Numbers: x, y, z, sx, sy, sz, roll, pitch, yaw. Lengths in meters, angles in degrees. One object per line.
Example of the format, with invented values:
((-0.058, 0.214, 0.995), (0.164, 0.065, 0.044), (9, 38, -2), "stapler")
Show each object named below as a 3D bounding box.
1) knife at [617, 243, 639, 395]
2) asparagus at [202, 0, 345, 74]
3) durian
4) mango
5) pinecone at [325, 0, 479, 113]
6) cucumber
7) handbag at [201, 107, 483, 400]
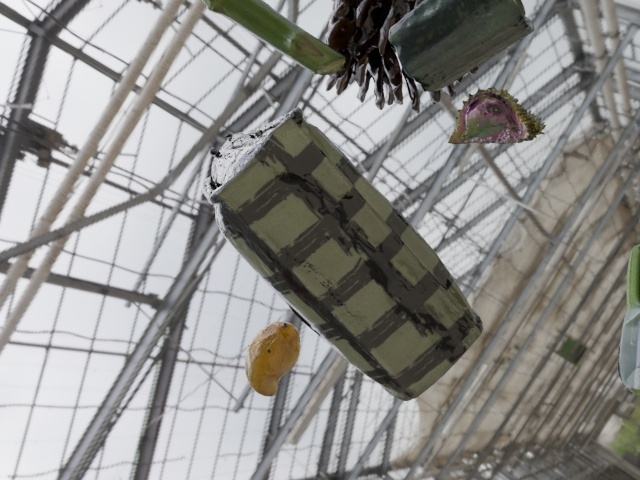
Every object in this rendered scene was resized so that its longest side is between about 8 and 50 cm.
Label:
((0.180, 0.040, 0.372), (0.184, 0.022, 0.026), (-41, -37, -56), "knife")
((-0.082, -0.359, 1.135), (0.060, 0.277, 0.067), (-58, -8, 28), "asparagus")
((0.354, -0.259, 1.334), (0.119, 0.186, 0.108), (-39, -58, -45), "durian")
((-0.096, 0.226, 1.297), (0.190, 0.098, 0.075), (-65, -5, 36), "mango")
((0.175, -0.448, 1.398), (0.397, 0.397, 0.398), (-35, -37, -32), "pinecone")
((0.135, -0.189, 0.607), (0.115, 0.062, 0.116), (-26, -11, 35), "cucumber")
((0.000, 0.000, 0.824), (0.162, 0.327, 0.325), (-44, -73, -2), "handbag")
